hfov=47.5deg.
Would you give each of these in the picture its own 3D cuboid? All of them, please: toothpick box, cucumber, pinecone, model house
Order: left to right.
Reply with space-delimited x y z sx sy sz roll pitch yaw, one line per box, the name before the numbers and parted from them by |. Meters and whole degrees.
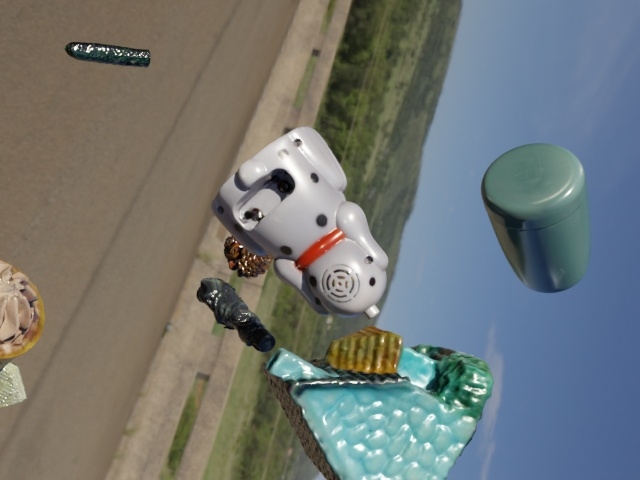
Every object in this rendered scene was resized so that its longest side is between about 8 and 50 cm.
cucumber | -0.334 -0.292 1.138 0.032 0.133 0.032 6 -83 57
pinecone | -0.138 0.026 1.390 0.109 0.102 0.102 -6 -116 59
model house | 0.038 0.186 0.927 0.226 0.241 0.261 -60 -171 -11
toothpick box | 0.275 -0.020 0.908 0.184 0.120 0.120 61 35 -44

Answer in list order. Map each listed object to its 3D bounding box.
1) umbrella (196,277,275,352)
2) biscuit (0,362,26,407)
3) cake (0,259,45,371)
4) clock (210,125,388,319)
umbrella | -0.152 0.145 1.344 0.224 0.080 0.071 34 -72 48
biscuit | -0.827 0.340 1.693 0.046 0.249 0.147 -172 -112 -85
cake | -0.532 0.110 1.185 0.207 0.178 0.185 32 38 -52
clock | -0.001 -0.002 0.980 0.189 0.254 0.189 -39 174 -5
